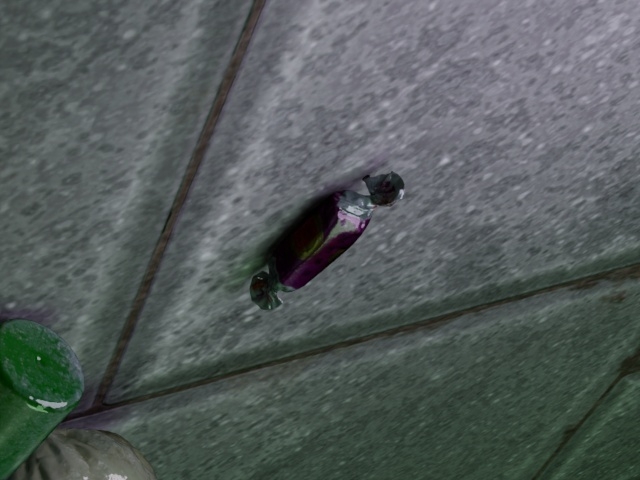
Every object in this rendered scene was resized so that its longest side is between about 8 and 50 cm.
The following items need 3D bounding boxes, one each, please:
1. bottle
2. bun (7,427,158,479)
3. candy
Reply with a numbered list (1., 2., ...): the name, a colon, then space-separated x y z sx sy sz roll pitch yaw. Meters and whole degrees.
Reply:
1. bottle: -0.311 0.188 1.402 0.093 0.093 0.330 4 140 -48
2. bun: -0.244 0.229 1.507 0.212 0.126 0.204 -34 -179 25
3. candy: 0.000 0.000 1.416 0.043 0.045 0.175 20 128 -41
